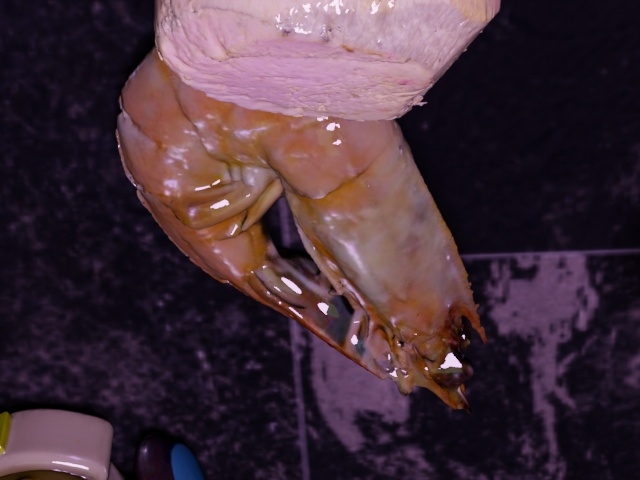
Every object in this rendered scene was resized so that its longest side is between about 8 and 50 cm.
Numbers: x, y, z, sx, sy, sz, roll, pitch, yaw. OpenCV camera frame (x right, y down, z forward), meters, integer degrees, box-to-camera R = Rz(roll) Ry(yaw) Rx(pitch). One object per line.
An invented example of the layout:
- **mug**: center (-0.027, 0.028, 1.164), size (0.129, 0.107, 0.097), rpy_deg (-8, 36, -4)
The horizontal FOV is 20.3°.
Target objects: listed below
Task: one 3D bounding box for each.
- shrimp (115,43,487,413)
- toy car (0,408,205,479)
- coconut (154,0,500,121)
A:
- **shrimp**: center (0.000, 0.000, 0.885), size (0.145, 0.061, 0.267), rpy_deg (-22, 128, 28)
- **toy car**: center (-0.141, 0.238, 0.983), size (0.204, 0.198, 0.248), rpy_deg (-22, 125, 16)
- **coconut**: center (0.003, -0.133, 0.722), size (0.147, 0.153, 0.147), rpy_deg (3, 167, 1)
